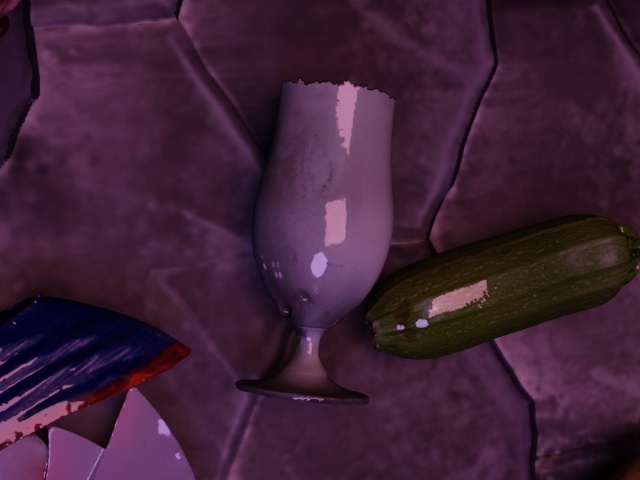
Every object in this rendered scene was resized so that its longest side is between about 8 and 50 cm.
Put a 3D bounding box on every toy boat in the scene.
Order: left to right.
[{"bbox_3d":[-0.133,0.165,0.797,0.318,0.072,0.219,39,80,-20],"label":"toy boat"}]

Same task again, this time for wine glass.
[{"bbox_3d":[0.000,0.000,0.831,0.093,0.093,0.202,6,88,-21],"label":"wine glass"}]

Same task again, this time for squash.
[{"bbox_3d":[0.132,0.029,0.893,0.219,0.077,0.068,-15,55,-22],"label":"squash"}]

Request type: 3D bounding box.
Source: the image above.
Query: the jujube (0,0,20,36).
[{"bbox_3d":[-0.288,-0.151,0.648,0.258,0.258,0.376,46,63,-15],"label":"jujube"}]

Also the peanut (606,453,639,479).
[{"bbox_3d":[0.216,0.242,0.900,0.110,0.120,0.236,35,82,4],"label":"peanut"}]
